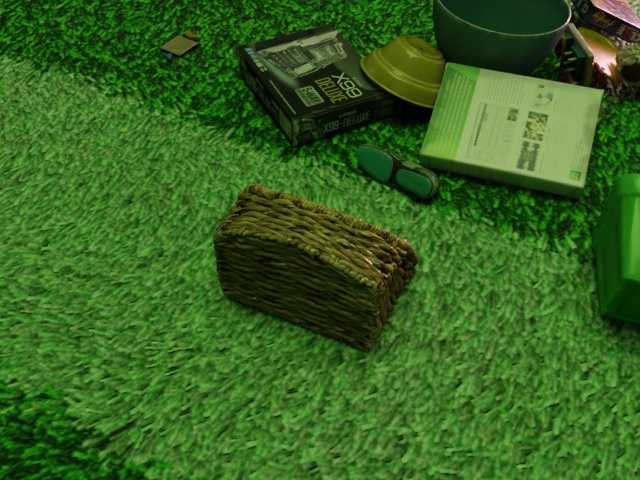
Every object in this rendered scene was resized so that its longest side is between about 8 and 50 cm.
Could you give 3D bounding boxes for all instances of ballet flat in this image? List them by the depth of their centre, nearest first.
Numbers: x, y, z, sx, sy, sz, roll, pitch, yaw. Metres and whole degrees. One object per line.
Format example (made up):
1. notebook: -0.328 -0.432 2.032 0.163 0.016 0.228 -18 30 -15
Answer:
1. ballet flat: 0.156 -0.138 1.480 0.188 0.070 0.070 34 56 26

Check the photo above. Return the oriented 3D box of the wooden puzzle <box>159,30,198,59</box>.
1. wooden puzzle: -0.344 -0.474 1.826 0.078 0.014 0.116 29 53 31

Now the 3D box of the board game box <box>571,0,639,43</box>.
1. board game box: 0.687 -0.574 1.827 0.165 0.042 0.243 19 38 -15

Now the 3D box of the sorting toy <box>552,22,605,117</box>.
1. sorting toy: 0.550 -0.379 1.645 0.046 0.132 0.274 -11 47 0

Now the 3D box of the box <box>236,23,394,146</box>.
1. box: -0.016 -0.352 1.662 0.242 0.076 0.307 -19 49 -18

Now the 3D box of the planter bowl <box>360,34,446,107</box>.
1. planter bowl: 0.202 -0.382 1.622 0.217 0.090 0.217 18 33 -12

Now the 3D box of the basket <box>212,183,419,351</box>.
1. basket: 0.000 0.000 1.239 0.299 0.213 0.223 20 51 18

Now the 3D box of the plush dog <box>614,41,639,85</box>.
1. plush dog: 0.798 -0.451 1.623 0.262 0.225 0.210 18 47 2

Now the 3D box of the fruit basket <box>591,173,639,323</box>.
1. fruit basket: 0.654 -0.019 1.237 0.392 0.283 0.392 -3 63 6

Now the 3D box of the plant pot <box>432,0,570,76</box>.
1. plant pot: 0.377 -0.444 1.654 0.290 0.195 0.290 4 45 -4

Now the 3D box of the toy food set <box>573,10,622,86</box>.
1. toy food set: 0.630 -0.425 1.738 0.128 0.071 0.218 20 48 -14

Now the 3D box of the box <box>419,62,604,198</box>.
1. box: 0.383 -0.226 1.505 0.322 0.058 0.232 15 69 12
